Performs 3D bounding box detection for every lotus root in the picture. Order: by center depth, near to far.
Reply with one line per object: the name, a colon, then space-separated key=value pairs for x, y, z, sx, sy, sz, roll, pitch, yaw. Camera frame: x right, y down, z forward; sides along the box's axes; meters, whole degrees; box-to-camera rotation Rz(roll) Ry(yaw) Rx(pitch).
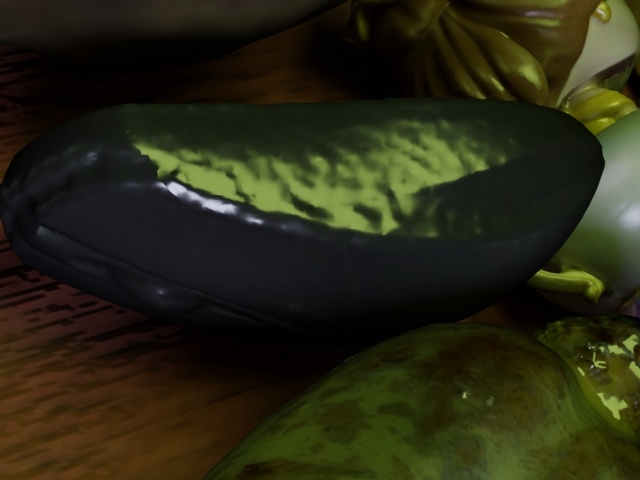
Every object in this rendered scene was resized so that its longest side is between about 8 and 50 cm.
lotus root: x=0.046 y=0.128 z=0.719 sx=0.173 sy=0.173 sz=0.309 roll=47 pitch=43 yaw=5

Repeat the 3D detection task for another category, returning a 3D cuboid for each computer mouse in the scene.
computer mouse: x=0.000 y=0.000 z=0.780 sx=0.269 sy=0.137 sz=0.086 roll=-2 pitch=71 yaw=-22

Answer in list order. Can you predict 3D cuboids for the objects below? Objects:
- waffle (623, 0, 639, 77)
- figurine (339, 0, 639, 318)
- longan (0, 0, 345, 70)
waffle: x=0.301 y=-0.106 z=1.158 sx=0.274 sy=0.057 sz=0.168 roll=1 pitch=56 yaw=-35
figurine: x=0.122 y=-0.070 z=0.939 sx=0.189 sy=0.142 sz=0.263 roll=-23 pitch=74 yaw=-42
longan: x=-0.080 y=-0.308 z=0.800 sx=0.404 sy=0.404 sz=0.436 roll=11 pitch=53 yaw=-29
